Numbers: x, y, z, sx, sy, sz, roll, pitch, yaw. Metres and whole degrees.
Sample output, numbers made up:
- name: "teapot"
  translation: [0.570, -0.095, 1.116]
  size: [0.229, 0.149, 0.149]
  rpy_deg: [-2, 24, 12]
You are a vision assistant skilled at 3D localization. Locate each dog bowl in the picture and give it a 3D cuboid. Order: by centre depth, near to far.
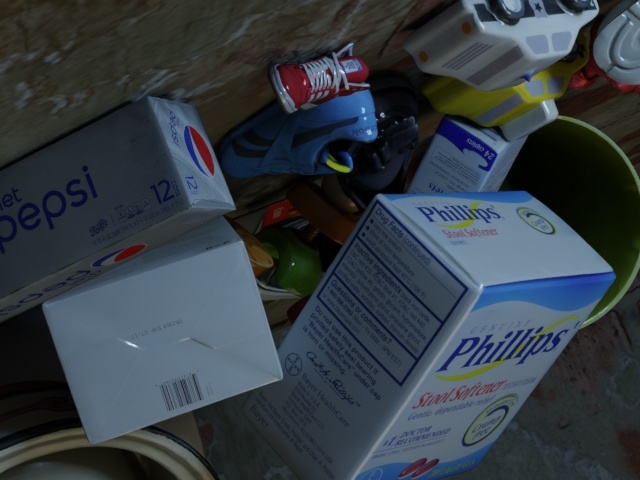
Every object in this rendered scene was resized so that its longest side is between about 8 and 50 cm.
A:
- name: "dog bowl"
  translation: [-0.306, 0.327, 1.579]
  size: [0.408, 0.408, 0.150]
  rpy_deg: [-19, -145, -24]

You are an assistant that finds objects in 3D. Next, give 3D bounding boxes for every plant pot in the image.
- name: "plant pot"
  translation: [0.244, -0.027, 1.986]
  size: [0.275, 0.274, 0.293]
  rpy_deg: [-21, -172, -10]

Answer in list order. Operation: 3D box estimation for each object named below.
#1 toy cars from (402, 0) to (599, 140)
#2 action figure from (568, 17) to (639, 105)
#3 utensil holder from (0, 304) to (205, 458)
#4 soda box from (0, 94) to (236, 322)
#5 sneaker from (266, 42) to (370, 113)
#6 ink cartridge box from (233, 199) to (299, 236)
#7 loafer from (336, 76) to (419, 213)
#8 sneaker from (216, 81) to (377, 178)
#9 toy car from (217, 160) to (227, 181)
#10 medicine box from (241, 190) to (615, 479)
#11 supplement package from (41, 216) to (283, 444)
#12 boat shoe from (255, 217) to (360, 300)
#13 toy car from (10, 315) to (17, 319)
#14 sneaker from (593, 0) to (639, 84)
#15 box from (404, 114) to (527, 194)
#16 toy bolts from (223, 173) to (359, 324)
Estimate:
- name: "toy cars"
  translation: [0.182, -0.157, 1.401]
  size: [0.176, 0.087, 0.394]
  rpy_deg: [-24, 173, 5]
- name: "action figure"
  translation: [0.387, -0.219, 1.546]
  size: [0.280, 0.091, 0.139]
  rpy_deg: [-26, 163, 24]
- name: "utensil holder"
  translation: [-0.370, 0.253, 1.799]
  size: [0.385, 0.327, 0.327]
  rpy_deg: [-22, 173, -19]
- name: "soda box"
  translation: [-0.218, -0.012, 1.208]
  size: [0.286, 0.098, 0.091]
  rpy_deg: [-25, 171, 18]
- name: "sneaker"
  translation: [0.001, -0.132, 1.217]
  size: [0.067, 0.042, 0.118]
  rpy_deg: [-20, -179, 14]
- name: "ink cartridge box"
  translation: [-0.089, -0.001, 1.895]
  size: [0.179, 0.045, 0.145]
  rpy_deg: [-19, 173, -7]
- name: "loafer"
  translation: [0.058, -0.086, 1.504]
  size: [0.109, 0.095, 0.302]
  rpy_deg: [-23, 173, -1]
- name: "sneaker"
  translation: [-0.023, -0.083, 1.358]
  size: [0.069, 0.082, 0.209]
  rpy_deg: [-19, 174, -39]
- name: "toy car"
  translation: [-0.174, -0.033, 1.359]
  size: [0.239, 0.053, 0.225]
  rpy_deg: [-20, 173, -17]
- name: "medicine box"
  translation: [0.110, 0.102, 1.510]
  size: [0.263, 0.149, 0.289]
  rpy_deg: [-4, 133, -51]
- name: "supplement package"
  translation: [-0.164, 0.072, 1.472]
  size: [0.194, 0.149, 0.203]
  rpy_deg: [-18, -163, -9]
- name: "boat shoe"
  translation: [0.026, 0.024, 2.100]
  size: [0.119, 0.121, 0.335]
  rpy_deg: [-22, 173, 40]
- name: "toy car"
  translation: [-0.293, 0.043, 1.565]
  size: [0.122, 0.060, 0.040]
  rpy_deg: [-11, -160, -28]
- name: "sneaker"
  translation: [0.357, -0.241, 1.409]
  size: [0.235, 0.090, 0.095]
  rpy_deg: [-31, -167, 26]
- name: "box"
  translation: [0.156, -0.083, 1.593]
  size: [0.126, 0.072, 0.137]
  rpy_deg: [-42, 161, -51]
- name: "toy bolts"
  translation: [0.000, 0.000, 1.672]
  size: [0.158, 0.228, 0.218]
  rpy_deg: [-51, 143, 12]
